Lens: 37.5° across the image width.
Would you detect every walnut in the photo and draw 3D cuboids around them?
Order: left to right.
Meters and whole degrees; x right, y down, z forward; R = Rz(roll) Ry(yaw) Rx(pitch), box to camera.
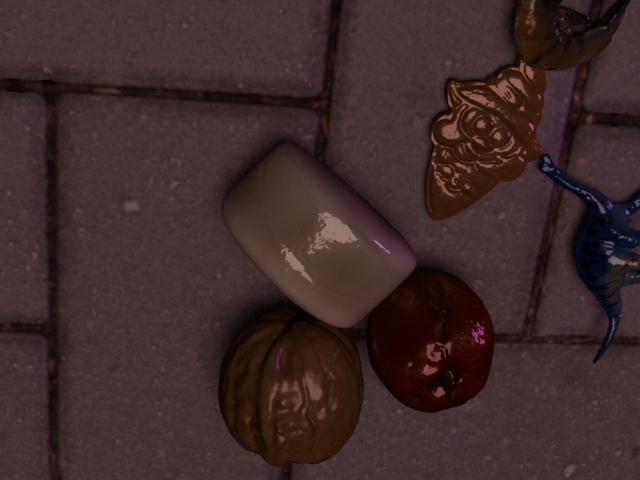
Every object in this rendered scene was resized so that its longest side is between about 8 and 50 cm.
[{"bbox_3d":[-0.038,0.200,1.253,0.213,0.213,0.213,-3,114,-6],"label":"walnut"}]

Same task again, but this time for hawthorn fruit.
[{"bbox_3d":[0.147,0.143,1.243,0.179,0.200,0.179,-1,118,-3],"label":"hawthorn fruit"}]

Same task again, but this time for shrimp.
[{"bbox_3d":[0.320,-0.311,1.156,0.150,0.051,0.217,13,108,-21],"label":"shrimp"}]

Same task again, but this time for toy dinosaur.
[{"bbox_3d":[0.406,0.013,1.292,0.144,0.076,0.329,-18,112,7],"label":"toy dinosaur"}]

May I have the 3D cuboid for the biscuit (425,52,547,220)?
[{"bbox_3d":[0.211,-0.130,1.229,0.162,0.035,0.250,26,109,-13],"label":"biscuit"}]

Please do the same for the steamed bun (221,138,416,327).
[{"bbox_3d":[0.000,0.000,1.181,0.241,0.164,0.146,40,104,-22],"label":"steamed bun"}]
